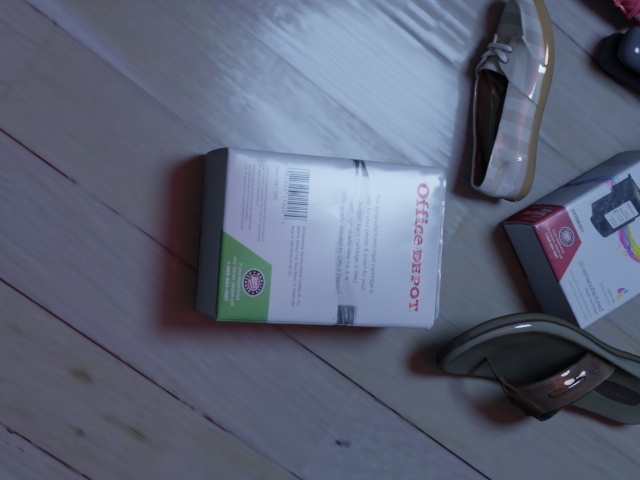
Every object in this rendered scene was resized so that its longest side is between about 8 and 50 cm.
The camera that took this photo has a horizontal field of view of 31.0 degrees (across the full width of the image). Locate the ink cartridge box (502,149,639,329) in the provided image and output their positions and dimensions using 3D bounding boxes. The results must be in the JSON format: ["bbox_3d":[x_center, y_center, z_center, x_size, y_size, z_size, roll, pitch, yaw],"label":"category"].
[{"bbox_3d":[0.301,-0.004,1.225,0.175,0.072,0.127,-30,100,-16],"label":"ink cartridge box"}]

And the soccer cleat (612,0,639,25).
[{"bbox_3d":[0.331,-0.290,1.213,0.318,0.108,0.116,19,81,-22],"label":"soccer cleat"}]

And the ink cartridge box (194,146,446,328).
[{"bbox_3d":[0.000,0.000,1.111,0.219,0.092,0.160,4,90,-19],"label":"ink cartridge box"}]

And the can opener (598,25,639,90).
[{"bbox_3d":[0.425,-0.136,1.263,0.280,0.074,0.093,32,77,-16],"label":"can opener"}]

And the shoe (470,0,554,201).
[{"bbox_3d":[0.192,-0.150,1.183,0.058,0.076,0.219,4,92,-24],"label":"shoe"}]

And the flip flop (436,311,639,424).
[{"bbox_3d":[0.248,0.149,1.187,0.277,0.112,0.080,22,47,-23],"label":"flip flop"}]
